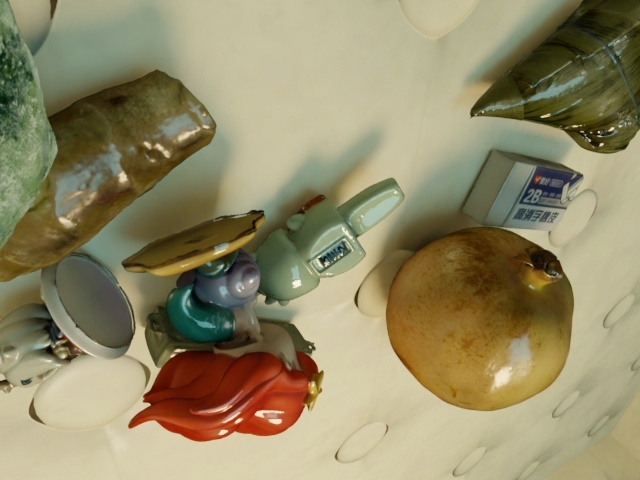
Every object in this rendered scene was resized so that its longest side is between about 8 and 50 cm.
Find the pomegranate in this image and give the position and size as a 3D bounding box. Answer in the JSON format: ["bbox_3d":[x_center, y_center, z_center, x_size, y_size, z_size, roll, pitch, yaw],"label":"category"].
[{"bbox_3d":[0.262,0.117,0.800,0.319,0.319,0.319,-19,132,-23],"label":"pomegranate"}]

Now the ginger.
[{"bbox_3d":[-0.223,-0.057,0.447,0.263,0.109,0.116,-36,134,-8],"label":"ginger"}]

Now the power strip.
[{"bbox_3d":[-0.124,0.146,0.697,0.272,0.078,0.052,16,114,-42],"label":"power strip"}]

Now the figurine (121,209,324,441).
[{"bbox_3d":[-0.108,0.118,0.553,0.181,0.208,0.257,-17,104,7],"label":"figurine"}]

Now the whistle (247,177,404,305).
[{"bbox_3d":[0.000,0.000,0.655,0.253,0.106,0.102,-35,152,4],"label":"whistle"}]

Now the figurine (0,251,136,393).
[{"bbox_3d":[-0.299,0.098,0.524,0.153,0.132,0.132,-30,137,5],"label":"figurine"}]

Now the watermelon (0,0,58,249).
[{"bbox_3d":[-0.316,-0.110,0.316,0.193,0.256,0.140,-62,180,-7],"label":"watermelon"}]

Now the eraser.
[{"bbox_3d":[0.360,-0.084,0.871,0.210,0.068,0.124,2,122,-36],"label":"eraser"}]

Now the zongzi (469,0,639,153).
[{"bbox_3d":[0.368,-0.191,0.753,0.274,0.125,0.251,-39,130,0],"label":"zongzi"}]
